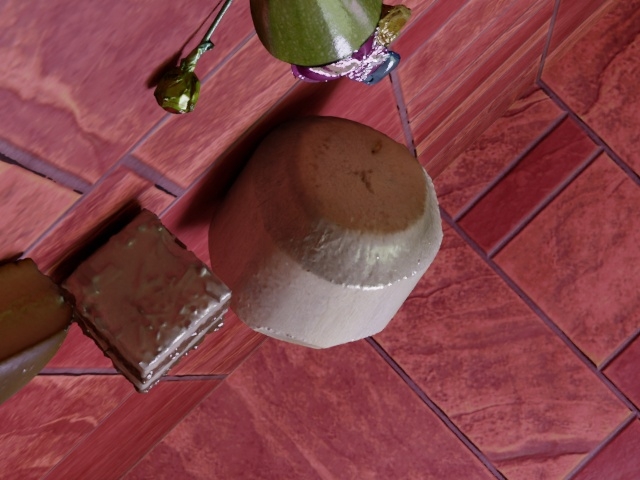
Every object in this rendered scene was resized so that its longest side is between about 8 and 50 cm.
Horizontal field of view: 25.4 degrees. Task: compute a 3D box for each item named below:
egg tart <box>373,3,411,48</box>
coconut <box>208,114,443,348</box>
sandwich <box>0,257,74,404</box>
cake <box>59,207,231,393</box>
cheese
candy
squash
[{"bbox_3d":[0.045,-0.207,1.430,0.105,0.039,0.105,-43,172,-7],"label":"egg tart"},{"bbox_3d":[0.000,0.000,1.587,0.237,0.237,0.266,-36,170,-43],"label":"coconut"},{"bbox_3d":[-0.295,0.097,1.127,0.088,0.090,0.244,-51,169,30],"label":"sandwich"},{"bbox_3d":[-0.172,0.060,1.386,0.134,0.135,0.147,-43,177,-9],"label":"cake"},{"bbox_3d":[0.025,-0.180,1.356,0.095,0.038,0.145,-42,149,21],"label":"cheese"},{"bbox_3d":[-0.090,-0.150,1.106,0.123,0.035,0.035,-57,-160,22],"label":"candy"},{"bbox_3d":[-0.017,-0.203,1.039,0.105,0.105,0.132,-43,154,-6],"label":"squash"}]
